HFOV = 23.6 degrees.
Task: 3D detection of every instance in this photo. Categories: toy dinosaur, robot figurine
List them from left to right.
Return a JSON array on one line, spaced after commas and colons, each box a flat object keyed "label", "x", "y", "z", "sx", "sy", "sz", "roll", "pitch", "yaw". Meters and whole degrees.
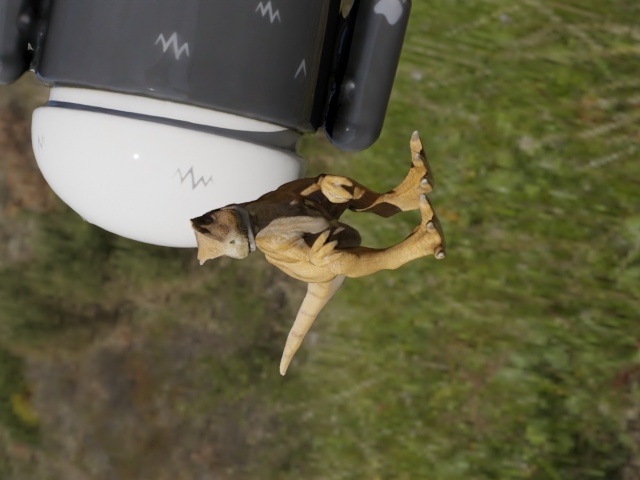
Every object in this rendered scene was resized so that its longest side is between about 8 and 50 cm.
[{"label": "robot figurine", "x": -0.075, "y": -0.135, "z": 0.907, "sx": 0.209, "sy": 0.173, "sz": 0.278, "roll": 10, "pitch": 90, "yaw": 28}, {"label": "toy dinosaur", "x": 0.000, "y": 0.000, "z": 0.684, "sx": 0.211, "sy": 0.112, "sz": 0.064, "roll": 45, "pitch": -150, "yaw": -69}]
